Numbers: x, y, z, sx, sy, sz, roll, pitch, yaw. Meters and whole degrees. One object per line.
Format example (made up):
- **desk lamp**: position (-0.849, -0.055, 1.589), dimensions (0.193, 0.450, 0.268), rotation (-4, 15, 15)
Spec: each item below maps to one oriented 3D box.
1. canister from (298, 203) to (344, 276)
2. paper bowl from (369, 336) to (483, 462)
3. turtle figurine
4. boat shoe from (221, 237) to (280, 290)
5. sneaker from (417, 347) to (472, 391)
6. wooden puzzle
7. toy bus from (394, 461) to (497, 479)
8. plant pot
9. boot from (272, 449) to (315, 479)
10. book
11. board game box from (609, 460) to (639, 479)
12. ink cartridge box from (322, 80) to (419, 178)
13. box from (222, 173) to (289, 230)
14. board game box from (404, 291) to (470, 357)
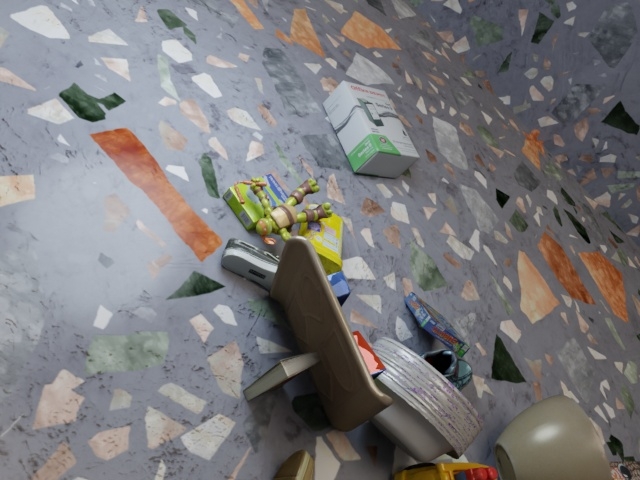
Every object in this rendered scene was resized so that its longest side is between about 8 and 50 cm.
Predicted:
- **canister**: position (0.000, 0.000, 1.499), dimensions (0.126, 0.073, 0.170), rotation (29, 41, -21)
- **paper bowl**: position (0.188, 0.351, 1.246), dimensions (0.284, 0.284, 0.148), rotation (45, 75, -4)
- **turtle figurine**: position (-0.074, -0.048, 1.401), dimensions (0.217, 0.087, 0.270), rotation (-29, 76, -38)
- **boat shoe**: position (-0.117, 0.061, 1.338), dimensions (0.219, 0.078, 0.070), rotation (30, 44, -19)
- **sneaker**: position (0.309, 0.328, 1.469), dimensions (0.261, 0.125, 0.104), rotation (8, 54, -38)
- **wooden puzzle**: position (0.020, 0.190, 1.171), dimensions (0.080, 0.322, 0.348), rotation (-22, 70, -21)
- **toy bus**: position (0.299, 0.526, 1.231), dimensions (0.220, 0.211, 0.150), rotation (16, 47, -35)
- **plant pot**: position (0.537, 0.538, 1.432), dimensions (0.190, 0.284, 0.284), rotation (-11, 60, -6)
- **boot**: position (-0.007, 0.528, 1.037), dimensions (0.203, 0.095, 0.262), rotation (34, 43, -16)
- **book**: position (-0.075, 0.266, 1.153), dimensions (0.096, 0.144, 0.035), rotation (-9, 65, -46)
- **board game box**: position (0.806, 0.723, 1.556), dimensions (0.290, 0.141, 0.232), rotation (14, 39, -35)
- **ink cartridge box**: position (0.160, -0.356, 1.900), dimensions (0.211, 0.121, 0.289), rotation (0, 58, -43)
- **box**: position (-0.146, -0.101, 1.473), dimensions (0.109, 0.042, 0.178), rotation (54, 40, 6)
- **board game box**: position (0.301, 0.217, 1.547), dimensions (0.136, 0.035, 0.201), rotation (37, 8, -13)
